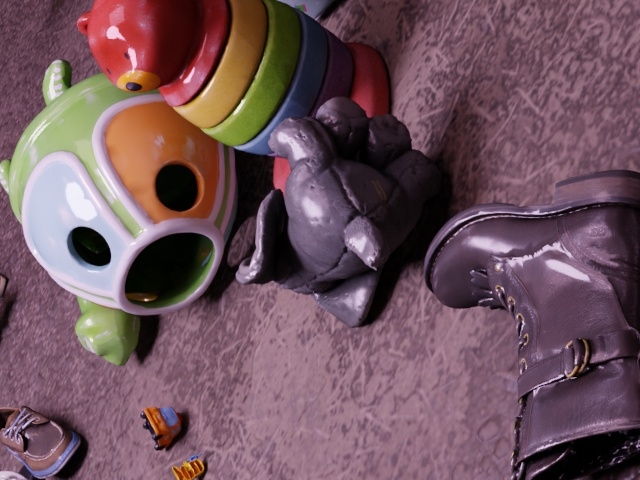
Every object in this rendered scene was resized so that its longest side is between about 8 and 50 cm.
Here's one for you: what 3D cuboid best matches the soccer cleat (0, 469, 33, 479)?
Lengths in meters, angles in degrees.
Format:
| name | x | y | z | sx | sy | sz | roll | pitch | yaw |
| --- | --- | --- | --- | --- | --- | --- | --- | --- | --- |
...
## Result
| name | x | y | z | sx | sy | sz | roll | pitch | yaw |
| --- | --- | --- | --- | --- | --- | --- | --- | --- | --- |
| soccer cleat | -0.337 | 0.303 | 2.021 | 0.331 | 0.116 | 0.143 | -21 | 53 | 34 |

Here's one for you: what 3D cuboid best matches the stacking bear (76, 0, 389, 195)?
| name | x | y | z | sx | sy | sz | roll | pitch | yaw |
| --- | --- | --- | --- | --- | --- | --- | --- | --- | --- |
| stacking bear | -0.094 | -0.171 | 1.802 | 0.175 | 0.289 | 0.164 | -21 | 53 | 54 |

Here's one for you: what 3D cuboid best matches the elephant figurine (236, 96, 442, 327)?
| name | x | y | z | sx | sy | sz | roll | pitch | yaw |
| --- | --- | --- | --- | --- | --- | --- | --- | --- | --- |
| elephant figurine | 0.000 | 0.000 | 1.702 | 0.169 | 0.186 | 0.239 | 45 | 132 | 14 |

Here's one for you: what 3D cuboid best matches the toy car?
| name | x | y | z | sx | sy | sz | roll | pitch | yaw |
| --- | --- | --- | --- | --- | --- | --- | --- | --- | --- |
| toy car | -0.147 | 0.217 | 1.913 | 0.040 | 0.060 | 0.122 | -27 | 49 | -13 |

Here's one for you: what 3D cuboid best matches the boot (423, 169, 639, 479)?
| name | x | y | z | sx | sy | sz | roll | pitch | yaw |
| --- | --- | --- | --- | --- | --- | --- | --- | --- | --- |
| boot | 0.163 | 0.080 | 1.393 | 0.263 | 0.091 | 0.229 | -26 | 48 | 49 |

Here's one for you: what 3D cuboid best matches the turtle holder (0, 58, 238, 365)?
| name | x | y | z | sx | sy | sz | roll | pitch | yaw |
| --- | --- | --- | --- | --- | --- | --- | --- | --- | --- |
| turtle holder | -0.221 | -0.023 | 1.980 | 0.320 | 0.243 | 0.227 | -46 | 51 | 20 |

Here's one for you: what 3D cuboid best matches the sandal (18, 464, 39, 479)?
| name | x | y | z | sx | sy | sz | roll | pitch | yaw |
| --- | --- | --- | --- | --- | --- | --- | --- | --- | --- |
| sandal | -0.345 | 0.328 | 2.166 | 0.067 | 0.040 | 0.179 | -44 | 22 | 28 |

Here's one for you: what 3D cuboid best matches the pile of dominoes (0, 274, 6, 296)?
| name | x | y | z | sx | sy | sz | roll | pitch | yaw |
| --- | --- | --- | --- | --- | --- | --- | --- | --- | --- |
| pile of dominoes | -0.487 | 0.166 | 2.542 | 0.196 | 0.040 | 0.251 | 21 | 97 | 61 |

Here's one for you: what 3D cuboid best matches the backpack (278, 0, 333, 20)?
| name | x | y | z | sx | sy | sz | roll | pitch | yaw |
| --- | --- | --- | --- | --- | --- | --- | --- | --- | --- |
| backpack | -0.035 | -0.328 | 1.940 | 0.188 | 0.166 | 0.144 | -50 | 35 | 38 |

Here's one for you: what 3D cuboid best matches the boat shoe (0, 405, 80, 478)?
| name | x | y | z | sx | sy | sz | roll | pitch | yaw |
| --- | --- | --- | --- | --- | --- | --- | --- | --- | --- |
| boat shoe | -0.345 | 0.234 | 2.175 | 0.066 | 0.066 | 0.183 | -53 | 24 | -19 |
